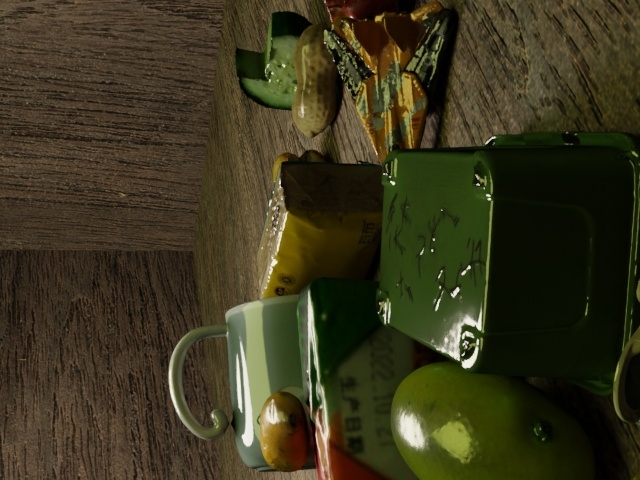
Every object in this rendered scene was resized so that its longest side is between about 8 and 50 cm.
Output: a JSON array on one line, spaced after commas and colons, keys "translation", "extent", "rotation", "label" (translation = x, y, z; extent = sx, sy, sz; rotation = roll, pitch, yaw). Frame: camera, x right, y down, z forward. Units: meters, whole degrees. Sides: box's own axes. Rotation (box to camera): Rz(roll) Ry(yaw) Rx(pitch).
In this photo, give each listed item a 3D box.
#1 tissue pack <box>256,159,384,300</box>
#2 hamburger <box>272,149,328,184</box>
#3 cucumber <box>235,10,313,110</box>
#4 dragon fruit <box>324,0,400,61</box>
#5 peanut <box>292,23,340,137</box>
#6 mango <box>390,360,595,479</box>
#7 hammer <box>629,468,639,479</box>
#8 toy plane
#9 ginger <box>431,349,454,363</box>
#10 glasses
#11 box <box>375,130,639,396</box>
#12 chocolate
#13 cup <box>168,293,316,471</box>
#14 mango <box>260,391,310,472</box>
[{"translation": [0.000, 0.000, 1.599], "extent": [0.271, 0.192, 0.134], "rotation": [107, 160, -48], "label": "tissue pack"}, {"translation": [-0.031, -0.096, 1.903], "extent": [0.185, 0.113, 0.177], "rotation": [-131, 48, -56], "label": "hamburger"}, {"translation": [-0.075, -0.381, 1.963], "extent": [0.191, 0.191, 0.130], "rotation": [109, 155, -49], "label": "cucumber"}, {"translation": [0.085, -0.369, 1.463], "extent": [0.262, 0.134, 0.212], "rotation": [-76, -19, -63], "label": "dragon fruit"}, {"translation": [-0.010, -0.316, 1.840], "extent": [0.103, 0.098, 0.230], "rotation": [-24, -56, -60], "label": "peanut"}, {"translation": [0.163, 0.209, 0.969], "extent": [0.149, 0.185, 0.273], "rotation": [-52, 30, -12], "label": "mango"}, {"translation": [0.281, 0.336, 0.748], "extent": [0.202, 0.113, 0.306], "rotation": [132, 145, -63], "label": "hammer"}, {"translation": [0.117, -0.179, 1.352], "extent": [0.103, 0.204, 0.316], "rotation": [-39, -58, -56], "label": "toy plane"}, {"translation": [0.177, 0.188, 1.190], "extent": [0.258, 0.065, 0.149], "rotation": [-157, 65, -72], "label": "ginger"}, {"translation": [0.301, 0.099, 0.675], "extent": [0.220, 0.088, 0.190], "rotation": [-121, 35, -63], "label": "glasses"}, {"translation": [0.179, 0.012, 0.962], "extent": [0.328, 0.177, 0.253], "rotation": [-161, 71, -74], "label": "box"}, {"translation": [0.061, 0.221, 1.278], "extent": [0.360, 0.161, 0.341], "rotation": [122, 141, -84], "label": "chocolate"}, {"translation": [-0.078, 0.253, 1.572], "extent": [0.259, 0.356, 0.275], "rotation": [119, 147, -71], "label": "cup"}, {"translation": [-0.054, 0.281, 1.360], "extent": [0.190, 0.075, 0.098], "rotation": [91, 156, -54], "label": "mango"}]
